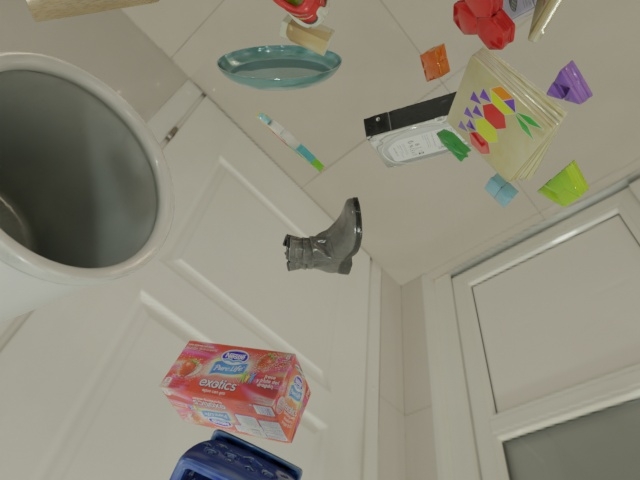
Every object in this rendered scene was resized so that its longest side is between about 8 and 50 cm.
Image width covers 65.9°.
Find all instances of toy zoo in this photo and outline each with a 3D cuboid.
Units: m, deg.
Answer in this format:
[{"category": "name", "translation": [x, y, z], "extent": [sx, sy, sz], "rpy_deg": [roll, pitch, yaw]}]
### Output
[{"category": "toy zoo", "translation": [-0.117, -0.356, 1.731], "extent": [0.030, 0.192, 0.293], "rpy_deg": [-49, 134, 3]}]

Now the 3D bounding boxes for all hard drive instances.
[{"category": "hard drive", "translation": [0.305, -0.287, 1.275], "extent": [0.339, 0.064, 0.237], "rpy_deg": [-13, 164, 18]}]

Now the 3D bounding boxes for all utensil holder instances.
[{"category": "utensil holder", "translation": [-0.481, -0.047, 0.752], "extent": [0.386, 0.327, 0.327], "rpy_deg": [-19, 122, 28]}]

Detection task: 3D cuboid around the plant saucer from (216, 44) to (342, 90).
[{"category": "plant saucer", "translation": [-0.103, -0.444, 1.268], "extent": [0.318, 0.317, 0.043], "rpy_deg": [4, 126, 5]}]

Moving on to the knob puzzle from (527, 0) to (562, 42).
[{"category": "knob puzzle", "translation": [0.255, -0.292, 0.440], "extent": [0.030, 0.213, 0.213], "rpy_deg": [26, 127, 6]}]

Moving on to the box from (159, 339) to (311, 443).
[{"category": "box", "translation": [-0.193, 0.348, 1.152], "extent": [0.300, 0.142, 0.154], "rpy_deg": [1, 129, 24]}]

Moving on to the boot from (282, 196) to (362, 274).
[{"category": "boot", "translation": [0.000, 0.000, 1.512], "extent": [0.223, 0.118, 0.338], "rpy_deg": [3, 137, -7]}]

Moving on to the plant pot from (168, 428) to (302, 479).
[{"category": "plant pot", "translation": [-0.170, 0.516, 0.942], "extent": [0.236, 0.212, 0.235], "rpy_deg": [23, 92, 6]}]

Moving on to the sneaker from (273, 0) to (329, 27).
[{"category": "sneaker", "translation": [-0.098, -0.547, 0.994], "extent": [0.279, 0.118, 0.107], "rpy_deg": [40, 108, 8]}]

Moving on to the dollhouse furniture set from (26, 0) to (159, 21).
[{"category": "dollhouse furniture set", "translation": [-0.235, -0.360, 0.327], "extent": [0.304, 0.173, 0.355], "rpy_deg": [-20, 142, -18]}]

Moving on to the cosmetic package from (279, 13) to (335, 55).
[{"category": "cosmetic package", "translation": [-0.031, -0.479, 1.141], "extent": [0.115, 0.060, 0.041], "rpy_deg": [23, 142, -1]}]

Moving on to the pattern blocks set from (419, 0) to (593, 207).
[{"category": "pattern blocks set", "translation": [0.239, -0.162, 0.655], "extent": [0.026, 0.325, 0.285], "rpy_deg": [-38, 85, -7]}]

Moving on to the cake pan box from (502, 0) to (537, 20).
[{"category": "cake pan box", "translation": [0.395, -0.604, 1.047], "extent": [0.070, 0.246, 0.266], "rpy_deg": [-19, 100, -1]}]
